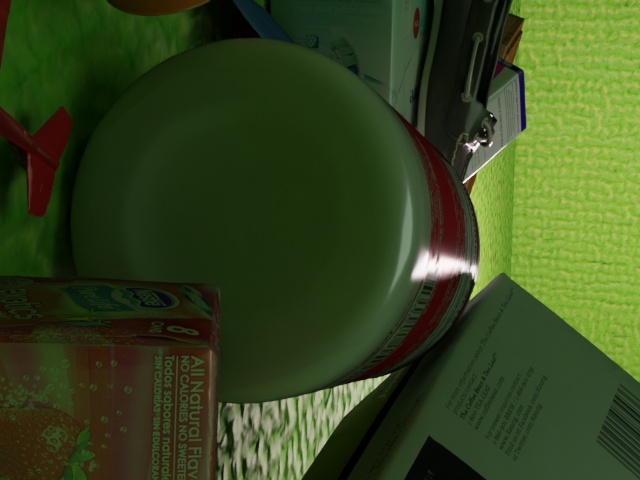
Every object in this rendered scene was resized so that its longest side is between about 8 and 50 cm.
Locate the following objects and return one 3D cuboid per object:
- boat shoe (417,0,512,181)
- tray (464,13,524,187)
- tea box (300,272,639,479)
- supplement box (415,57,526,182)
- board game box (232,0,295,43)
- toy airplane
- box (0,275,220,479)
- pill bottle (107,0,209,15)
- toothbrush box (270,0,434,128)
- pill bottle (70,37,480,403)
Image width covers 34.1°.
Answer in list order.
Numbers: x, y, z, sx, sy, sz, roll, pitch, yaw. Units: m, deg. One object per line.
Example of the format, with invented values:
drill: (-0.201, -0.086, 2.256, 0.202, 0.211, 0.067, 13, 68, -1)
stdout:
boat shoe: (0.161, -0.183, 1.098, 0.112, 0.096, 0.335, 0, 95, -76)
tray: (0.200, -0.124, 1.554, 0.203, 0.076, 0.410, -51, 159, -62)
tea box: (0.095, 0.265, 0.907, 0.329, 0.220, 0.323, -51, -179, -41)
supplement box: (0.135, -0.131, 1.266, 0.220, 0.111, 0.114, -42, 147, -16)
board game box: (-0.042, -0.154, 0.886, 0.133, 0.033, 0.169, 54, 12, 13)
toy airplane: (-0.174, -0.064, 0.553, 0.151, 0.028, 0.151, 4, 90, -74)
box: (-0.126, 0.176, 0.523, 0.154, 0.142, 0.299, -119, -148, -81)
pill bottle: (-0.106, -0.243, 0.548, 0.245, 0.130, 0.130, 80, 23, -45)
toothbrush box: (0.038, -0.253, 1.048, 0.216, 0.126, 0.295, -45, 139, -67)
pill bottle: (0.000, 0.000, 0.814, 0.408, 0.229, 0.229, 15, 80, -74)
